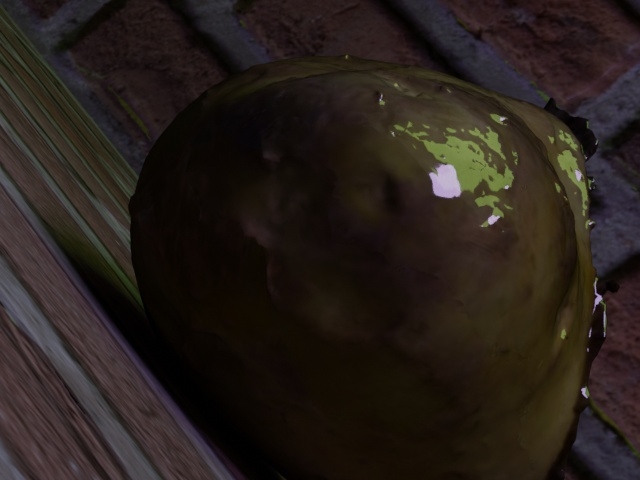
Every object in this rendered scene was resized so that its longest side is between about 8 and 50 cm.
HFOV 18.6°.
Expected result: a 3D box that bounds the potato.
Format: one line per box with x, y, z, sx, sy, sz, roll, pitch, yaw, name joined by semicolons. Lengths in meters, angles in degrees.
0.000;0.000;1.079;0.237;0.288;0.301;29;50;-41;potato
